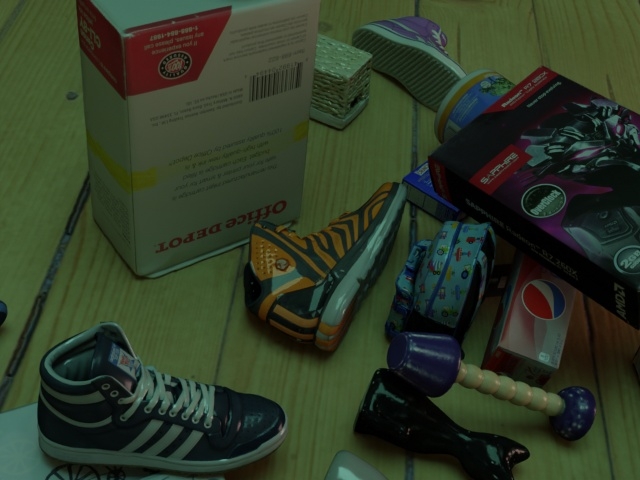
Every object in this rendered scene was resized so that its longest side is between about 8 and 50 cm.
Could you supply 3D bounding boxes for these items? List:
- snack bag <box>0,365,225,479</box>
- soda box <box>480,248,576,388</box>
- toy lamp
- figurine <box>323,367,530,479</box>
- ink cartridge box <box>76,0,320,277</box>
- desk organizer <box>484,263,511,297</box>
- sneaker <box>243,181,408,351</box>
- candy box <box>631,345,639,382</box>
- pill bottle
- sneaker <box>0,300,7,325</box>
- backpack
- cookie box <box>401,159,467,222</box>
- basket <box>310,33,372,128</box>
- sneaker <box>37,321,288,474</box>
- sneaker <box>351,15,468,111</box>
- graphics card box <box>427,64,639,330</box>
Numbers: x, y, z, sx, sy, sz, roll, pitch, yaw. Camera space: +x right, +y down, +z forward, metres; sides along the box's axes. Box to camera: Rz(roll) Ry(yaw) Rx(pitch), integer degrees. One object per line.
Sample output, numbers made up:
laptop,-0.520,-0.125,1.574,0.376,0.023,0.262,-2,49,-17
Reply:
snack bag,-0.262,0.290,1.071,0.323,0.037,0.342,-14,47,-23
soda box,0.295,0.068,1.323,0.083,0.092,0.263,20,57,4
toy lamp,0.204,0.174,1.180,0.274,0.080,0.080,23,38,-22
figurine,0.121,0.274,1.125,0.209,0.092,0.215,23,45,9
ink cartridge box,-0.168,-0.172,1.334,0.279,0.385,0.160,-20,47,-29
desk organizer,0.287,0.046,1.427,0.130,0.047,0.050,-4,42,-15
sneaker,0.000,0.000,1.367,0.180,0.125,0.321,22,44,12
candy box,0.517,0.224,1.256,0.159,0.071,0.233,2,42,-9
pill bottle,0.323,-0.145,1.562,0.152,0.152,0.272,-24,52,-31
sneaker,-0.435,0.131,1.202,0.059,0.053,0.144,29,54,22
backpack,0.166,0.051,1.305,0.116,0.173,0.158,19,44,11
cookie box,0.195,-0.079,1.549,0.107,0.040,0.092,34,48,25
basket,-0.004,-0.285,1.692,0.167,0.103,0.113,23,43,16
sneaker,-0.172,0.172,1.076,0.282,0.153,0.099,1,38,-7
sneaker,0.209,-0.339,1.795,0.161,0.102,0.282,-24,52,-35
graphics card box,0.347,-0.071,1.284,0.232,0.094,0.371,-37,50,-15
